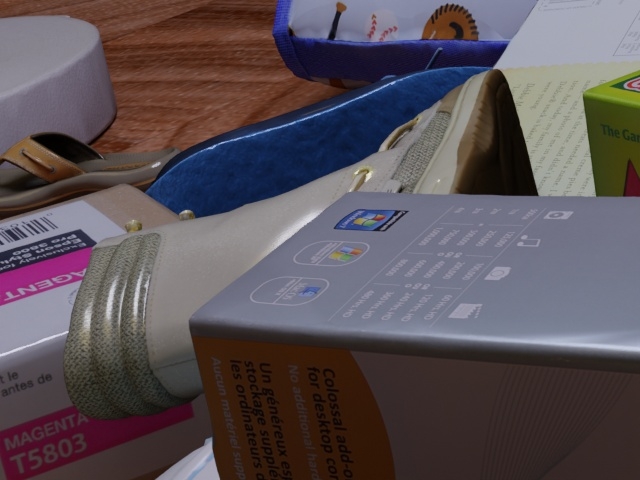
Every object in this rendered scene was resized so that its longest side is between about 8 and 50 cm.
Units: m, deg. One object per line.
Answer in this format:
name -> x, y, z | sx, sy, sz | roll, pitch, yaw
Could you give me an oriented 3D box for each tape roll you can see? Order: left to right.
tape roll -> -0.359, -0.098, 1.281 | 0.392, 0.072, 0.392 | -11, 20, 4

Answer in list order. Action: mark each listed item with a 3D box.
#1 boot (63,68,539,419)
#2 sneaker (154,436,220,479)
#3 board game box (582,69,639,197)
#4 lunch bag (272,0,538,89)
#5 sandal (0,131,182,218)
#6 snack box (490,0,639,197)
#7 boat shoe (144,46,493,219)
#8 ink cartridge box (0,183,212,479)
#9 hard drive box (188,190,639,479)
boot -> 0.000, 0.000, 0.622 | 0.165, 0.077, 0.213 | -15, 16, 19
sneaker -> -0.105, 0.123, 0.477 | 0.208, 0.127, 0.319 | 6, 25, 36
board game box -> 0.137, 0.040, 0.483 | 0.043, 0.181, 0.092 | -22, 22, -25
lunch bag -> 0.185, -0.244, 1.164 | 0.328, 0.239, 0.385 | 6, 42, 38
sandal -> -0.182, -0.053, 1.092 | 0.180, 0.049, 0.072 | -8, 21, 10
snack box -> 0.150, -0.031, 0.728 | 0.187, 0.060, 0.322 | 2, 40, 33
boat shoe -> 0.024, -0.050, 0.886 | 0.258, 0.109, 0.089 | -6, 3, -11
ink cartridge box -> -0.156, 0.061, 0.722 | 0.234, 0.088, 0.193 | -18, 20, -21
hard drive box -> 0.101, 0.086, 0.384 | 0.232, 0.181, 0.089 | 1, 24, 32
